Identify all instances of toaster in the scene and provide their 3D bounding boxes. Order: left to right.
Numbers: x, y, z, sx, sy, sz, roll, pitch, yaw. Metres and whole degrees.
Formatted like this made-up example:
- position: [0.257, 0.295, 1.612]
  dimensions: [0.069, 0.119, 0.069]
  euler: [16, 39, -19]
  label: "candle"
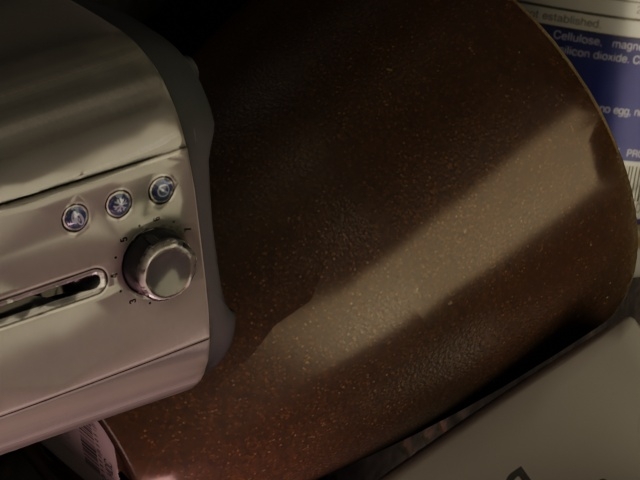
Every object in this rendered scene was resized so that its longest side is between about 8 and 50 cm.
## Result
- position: [-0.142, -0.012, 0.591]
  dimensions: [0.146, 0.227, 0.129]
  euler: [-22, 122, -32]
  label: "toaster"

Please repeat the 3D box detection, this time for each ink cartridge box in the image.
- position: [0.083, 0.143, 0.871]
  dimensions: [0.207, 0.119, 0.353]
  euler: [-35, 173, -3]
  label: "ink cartridge box"

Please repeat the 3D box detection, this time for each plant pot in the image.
- position: [-0.022, 0.016, 0.804]
  dimensions: [0.230, 0.215, 0.215]
  euler: [-38, 134, -28]
  label: "plant pot"

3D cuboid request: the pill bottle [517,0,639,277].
- position: [0.137, -0.123, 1.020]
  dimensions: [0.153, 0.153, 0.265]
  euler: [-8, 110, -57]
  label: "pill bottle"
